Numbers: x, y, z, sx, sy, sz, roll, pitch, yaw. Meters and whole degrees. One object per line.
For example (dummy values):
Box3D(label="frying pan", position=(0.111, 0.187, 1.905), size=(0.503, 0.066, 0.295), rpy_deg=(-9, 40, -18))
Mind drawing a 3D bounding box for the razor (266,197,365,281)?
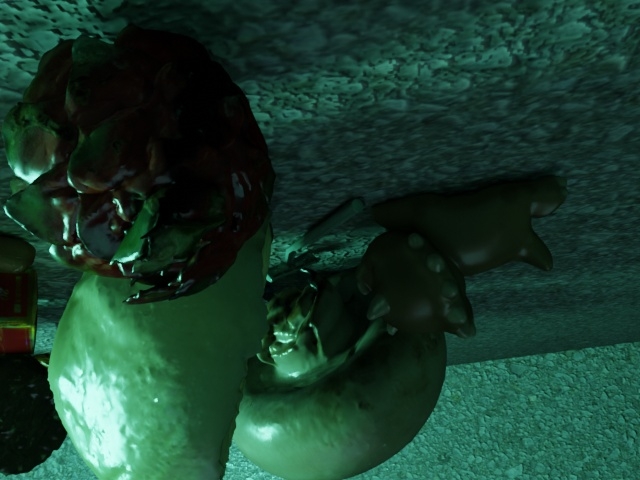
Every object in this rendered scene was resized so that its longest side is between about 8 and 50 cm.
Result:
Box3D(label="razor", position=(-0.003, -0.007, 0.864), size=(0.084, 0.036, 0.211), rpy_deg=(-23, 168, -35))

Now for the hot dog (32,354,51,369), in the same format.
Box3D(label="hot dog", position=(-0.616, 0.302, 1.538), size=(0.099, 0.065, 0.147), rpy_deg=(0, 166, 13))

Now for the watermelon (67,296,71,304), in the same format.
Box3D(label="watermelon", position=(-0.274, 0.156, 1.032), size=(0.212, 0.262, 0.201), rpy_deg=(-12, 134, 27))

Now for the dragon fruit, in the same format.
Box3D(label="dragon fruit", position=(-0.122, -0.053, 0.443), size=(0.188, 0.182, 0.182), rpy_deg=(30, 166, 11))

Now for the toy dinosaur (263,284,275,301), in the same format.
Box3D(label="toy dinosaur", position=(-0.094, 0.129, 1.228), size=(0.188, 0.075, 0.247), rpy_deg=(17, 158, -31))

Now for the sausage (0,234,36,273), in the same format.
Box3D(label="sausage", position=(-0.391, 0.001, 0.728), size=(0.047, 0.041, 0.176), rpy_deg=(-13, 160, 23))

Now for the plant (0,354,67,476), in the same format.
Box3D(label="plant", position=(-0.561, 0.248, 1.054), size=(0.320, 0.182, 0.194), rpy_deg=(12, -158, 30))

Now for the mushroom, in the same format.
Box3D(label="mushroom", position=(0.004, 0.173, 0.995), size=(0.362, 0.362, 0.295), rpy_deg=(-17, 119, 30))

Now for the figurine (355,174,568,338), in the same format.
Box3D(label="figurine", position=(0.168, 0.035, 0.813), size=(0.247, 0.173, 0.177), rpy_deg=(-6, 162, -2))

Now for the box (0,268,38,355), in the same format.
Box3D(label="box", position=(-0.556, 0.103, 0.905), size=(0.313, 0.089, 0.197), rpy_deg=(2, 158, -23))

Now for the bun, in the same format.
Box3D(label="bun", position=(-0.168, 0.112, 0.703), size=(0.202, 0.365, 0.364), rpy_deg=(9, 160, -6))
